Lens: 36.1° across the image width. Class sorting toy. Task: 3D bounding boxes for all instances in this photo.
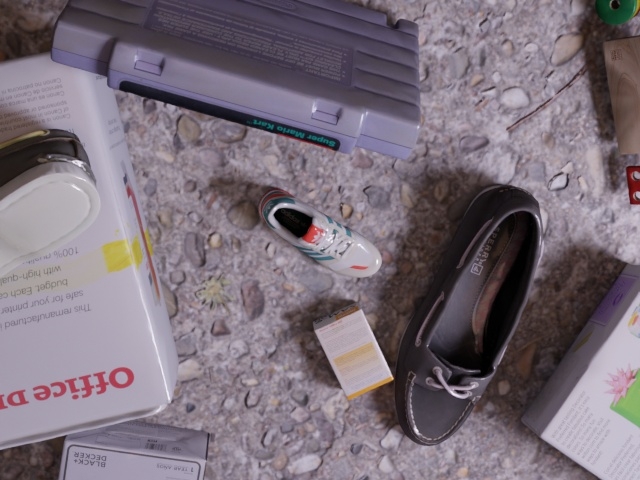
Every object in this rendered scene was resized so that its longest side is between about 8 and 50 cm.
[{"bbox_3d":[0.398,-0.162,1.102,0.132,0.046,0.275,-2,109,39],"label":"sorting toy"}]

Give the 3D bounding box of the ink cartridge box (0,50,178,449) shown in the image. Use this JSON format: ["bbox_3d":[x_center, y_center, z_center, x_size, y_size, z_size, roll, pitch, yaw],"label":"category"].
[{"bbox_3d":[-0.332,0.010,1.056,0.279,0.160,0.385,-12,101,-1],"label":"ink cartridge box"}]

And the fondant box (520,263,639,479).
[{"bbox_3d":[0.444,0.215,1.157,0.330,0.096,0.238,34,90,-4],"label":"fondant box"}]

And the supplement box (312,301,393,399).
[{"bbox_3d":[0.039,0.131,1.170,0.062,0.036,0.098,-24,102,1],"label":"supplement box"}]

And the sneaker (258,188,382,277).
[{"bbox_3d":[0.000,0.000,1.120,0.161,0.075,0.057,33,98,-9],"label":"sneaker"}]

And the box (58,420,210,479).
[{"bbox_3d":[-0.237,0.367,1.174,0.169,0.087,0.290,8,100,-6],"label":"box"}]

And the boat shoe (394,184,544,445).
[{"bbox_3d":[0.169,0.096,1.142,0.112,0.095,0.335,18,100,-7],"label":"boat shoe"}]

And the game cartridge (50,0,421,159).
[{"bbox_3d":[-0.072,-0.199,1.001,0.355,0.230,0.068,15,132,-7],"label":"game cartridge"}]

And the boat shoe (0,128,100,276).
[{"bbox_3d":[-0.350,-0.006,0.924,0.305,0.091,0.109,-26,138,4],"label":"boat shoe"}]
